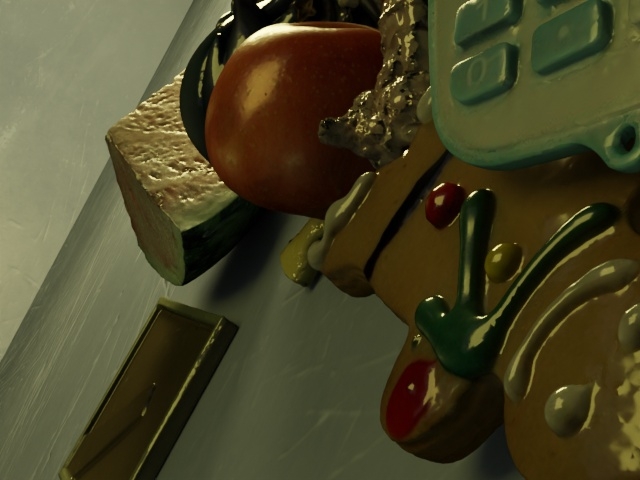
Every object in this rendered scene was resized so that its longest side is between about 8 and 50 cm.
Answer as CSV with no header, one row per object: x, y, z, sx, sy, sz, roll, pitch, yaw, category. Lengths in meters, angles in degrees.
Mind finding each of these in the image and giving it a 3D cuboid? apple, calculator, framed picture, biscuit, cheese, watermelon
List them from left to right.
-0.186,0.171,1.114,0.241,0.020,0.324,-62,16,-10,framed picture
-0.124,-0.082,1.139,0.260,0.176,0.256,-44,14,-31,watermelon
-0.001,-0.091,0.788,0.163,0.163,0.139,-108,32,-69,apple
0.000,0.000,0.859,0.083,0.030,0.044,-46,38,23,cheese
0.084,0.006,0.485,0.197,0.049,0.301,-55,28,16,biscuit
0.146,-0.200,0.470,0.256,0.054,0.386,-18,53,50,calculator

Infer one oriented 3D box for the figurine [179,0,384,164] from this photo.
-0.012,-0.168,0.959,0.197,0.175,0.265,-8,45,59,figurine

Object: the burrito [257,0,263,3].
0.058,-0.343,1.085,0.135,0.190,0.332,47,116,28,burrito

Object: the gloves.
0.068,-0.089,0.678,0.144,0.110,0.094,-65,15,-22,gloves
